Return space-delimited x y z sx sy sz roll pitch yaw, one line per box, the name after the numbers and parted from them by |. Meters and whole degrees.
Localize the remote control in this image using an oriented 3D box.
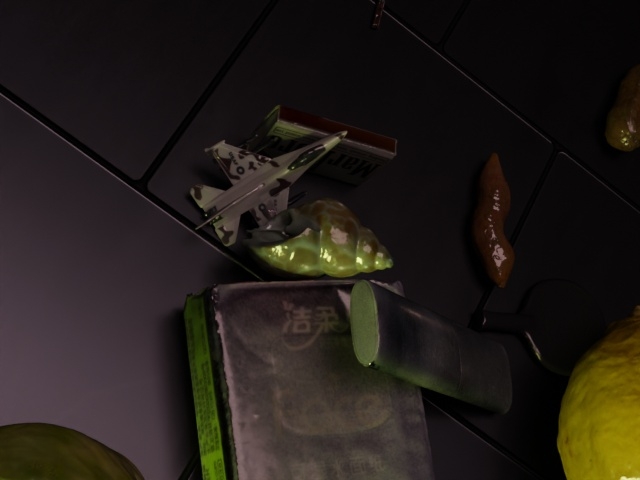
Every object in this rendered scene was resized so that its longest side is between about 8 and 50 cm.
0.152 0.145 1.426 0.377 0.044 0.107 27 58 -53 | remote control

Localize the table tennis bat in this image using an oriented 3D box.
0.330 0.125 1.640 0.236 0.027 0.150 6 70 -25 | table tennis bat

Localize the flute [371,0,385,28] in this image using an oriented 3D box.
0.110 -0.444 1.745 0.014 0.014 0.269 21 65 -18 | flute

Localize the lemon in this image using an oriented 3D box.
0.458 0.264 1.518 0.285 0.285 0.316 -14 47 -29 | lemon

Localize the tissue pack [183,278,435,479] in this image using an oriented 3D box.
-0.008 0.249 1.374 0.288 0.124 0.394 1 71 -30 | tissue pack

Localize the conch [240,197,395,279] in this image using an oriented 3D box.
-0.012 0.004 1.417 0.173 0.116 0.106 -17 98 -14 | conch

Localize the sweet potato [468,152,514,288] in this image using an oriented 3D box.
0.252 -0.033 1.645 0.065 0.051 0.218 7 68 -19 | sweet potato

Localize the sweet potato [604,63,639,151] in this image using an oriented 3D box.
0.529 -0.237 1.848 0.081 0.062 0.233 49 54 -20 | sweet potato

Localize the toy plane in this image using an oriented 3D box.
-0.068 -0.080 1.466 0.234 0.082 0.160 -33 97 -5 | toy plane

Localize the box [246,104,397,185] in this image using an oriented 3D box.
0.001 -0.127 1.519 0.178 0.115 0.035 14 66 -20 | box

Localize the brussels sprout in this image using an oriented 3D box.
-0.317 0.308 1.129 0.294 0.259 0.227 2 65 -25 | brussels sprout
